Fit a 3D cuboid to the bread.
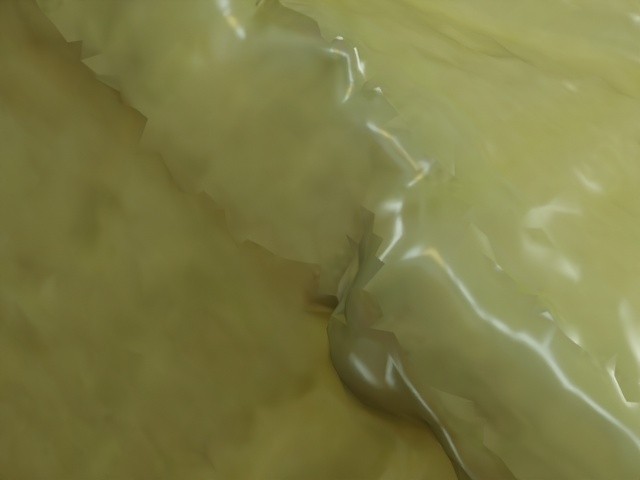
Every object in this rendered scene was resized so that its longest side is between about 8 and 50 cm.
[{"bbox_3d":[0.039,0.059,0.538,0.279,0.371,0.390,42,33,11],"label":"bread"}]
